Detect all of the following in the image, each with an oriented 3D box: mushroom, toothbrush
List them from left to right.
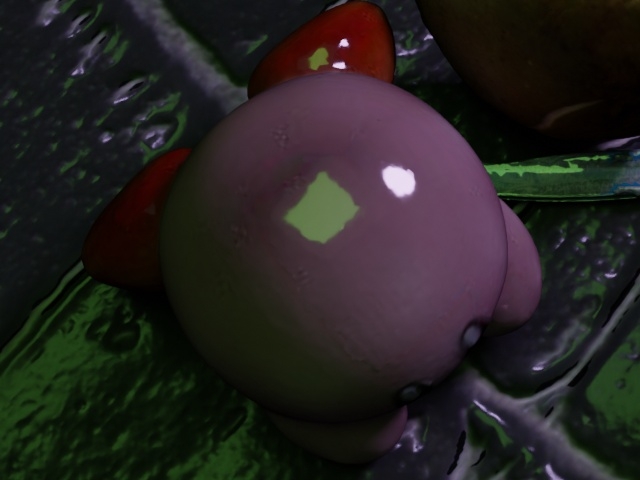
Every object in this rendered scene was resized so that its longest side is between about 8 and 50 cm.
[{"bbox_3d":[0.105,-0.042,1.073,0.413,0.042,0.035,-2,103,8],"label":"toothbrush"},{"bbox_3d":[0.218,-0.179,1.032,0.302,0.233,0.208,-15,91,-23],"label":"mushroom"}]

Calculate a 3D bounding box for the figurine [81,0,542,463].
[{"bbox_3d":[-0.006,-0.006,0.953,0.270,0.211,0.261,-41,78,0],"label":"figurine"}]
